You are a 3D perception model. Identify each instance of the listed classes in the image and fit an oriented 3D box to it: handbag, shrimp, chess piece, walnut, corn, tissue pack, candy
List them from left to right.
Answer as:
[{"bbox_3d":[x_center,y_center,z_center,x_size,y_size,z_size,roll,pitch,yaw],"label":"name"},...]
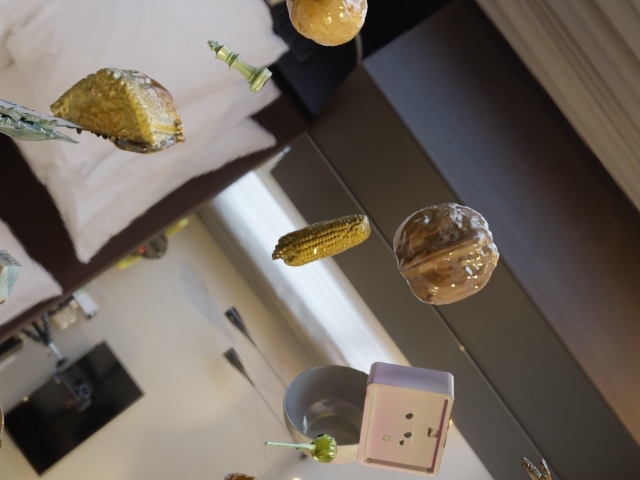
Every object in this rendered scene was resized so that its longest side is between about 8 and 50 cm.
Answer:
[{"bbox_3d":[-0.646,0.071,1.579,0.059,0.074,0.094,7,116,-59],"label":"tissue pack"},{"bbox_3d":[-0.481,-0.189,1.187,0.221,0.144,0.057,12,92,-65],"label":"handbag"},{"bbox_3d":[-0.179,-0.376,1.685,0.059,0.149,0.059,-54,-172,11],"label":"chess piece"},{"bbox_3d":[-0.041,0.432,1.663,0.194,0.062,0.058,19,123,-39],"label":"candy"},{"bbox_3d":[0.000,0.000,2.003,0.262,0.097,0.097,-18,180,-4],"label":"corn"},{"bbox_3d":[0.015,-0.612,2.082,0.195,0.195,0.222,-35,156,31],"label":"walnut"},{"bbox_3d":[0.323,0.033,2.054,0.273,0.273,0.227,-37,-154,-15],"label":"walnut"},{"bbox_3d":[0.484,0.510,1.768,0.023,0.083,0.114,-17,-144,-16],"label":"shrimp"}]

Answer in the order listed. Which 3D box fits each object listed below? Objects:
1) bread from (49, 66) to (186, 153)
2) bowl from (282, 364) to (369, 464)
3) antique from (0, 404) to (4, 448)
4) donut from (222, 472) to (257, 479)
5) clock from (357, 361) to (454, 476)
[{"bbox_3d":[-0.408,-0.277,1.666,0.204,0.262,0.162,-30,136,-73],"label":"bread"},{"bbox_3d":[0.040,0.476,2.091,0.287,0.287,0.143,-38,143,-43],"label":"bowl"},{"bbox_3d":[-0.525,0.200,1.020,0.143,0.257,0.121,-41,-173,5],"label":"antique"},{"bbox_3d":[-0.061,0.466,1.091,0.110,0.303,0.303,-39,-177,-30],"label":"donut"},{"bbox_3d":[0.148,0.312,1.380,0.063,0.150,0.197,-72,169,-58],"label":"clock"}]
